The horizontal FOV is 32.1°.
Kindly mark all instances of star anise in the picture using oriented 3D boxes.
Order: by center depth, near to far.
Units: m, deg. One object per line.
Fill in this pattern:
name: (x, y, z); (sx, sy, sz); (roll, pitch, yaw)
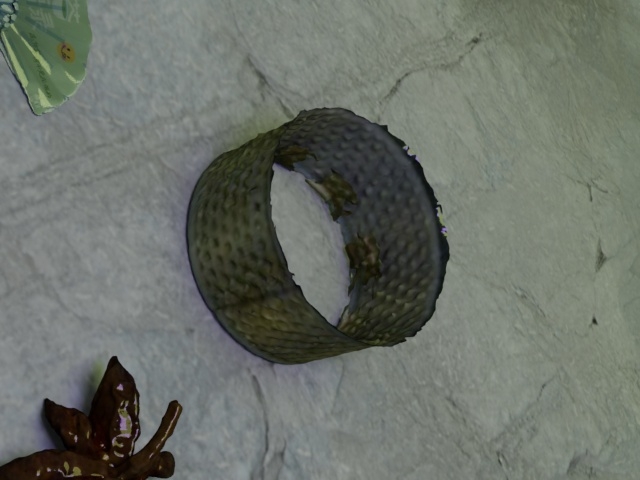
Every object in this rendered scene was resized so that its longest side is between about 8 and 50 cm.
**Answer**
star anise: (-0.191, 0.220, 0.987); (0.196, 0.111, 0.212); (-16, 94, -41)

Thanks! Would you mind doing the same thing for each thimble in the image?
thimble: (0.000, 0.000, 1.225); (0.271, 0.150, 0.271); (18, 63, -41)

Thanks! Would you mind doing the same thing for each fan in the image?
fan: (-0.288, -0.240, 1.128); (0.131, 0.009, 0.240); (-4, 78, -49)
